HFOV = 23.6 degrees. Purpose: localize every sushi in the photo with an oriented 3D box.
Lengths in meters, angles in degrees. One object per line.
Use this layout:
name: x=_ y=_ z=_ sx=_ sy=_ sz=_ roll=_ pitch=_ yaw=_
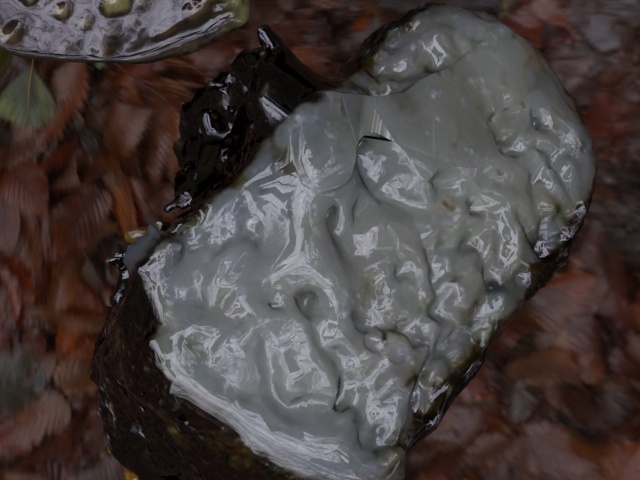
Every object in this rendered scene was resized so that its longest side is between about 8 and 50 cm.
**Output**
sushi: x=0.000 y=0.000 z=0.917 sx=0.348 sy=0.207 sz=0.234 roll=-43 pitch=95 yaw=-27

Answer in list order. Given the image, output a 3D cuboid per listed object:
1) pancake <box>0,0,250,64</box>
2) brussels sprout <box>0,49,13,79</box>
pancake: x=-0.078 y=-0.151 z=0.516 sx=0.184 sy=0.020 sz=0.190 roll=27 pitch=81 yaw=17
brussels sprout: x=-0.362 y=-0.172 z=1.018 sx=0.317 sy=0.274 sz=0.242 roll=11 pitch=102 yaw=-30
